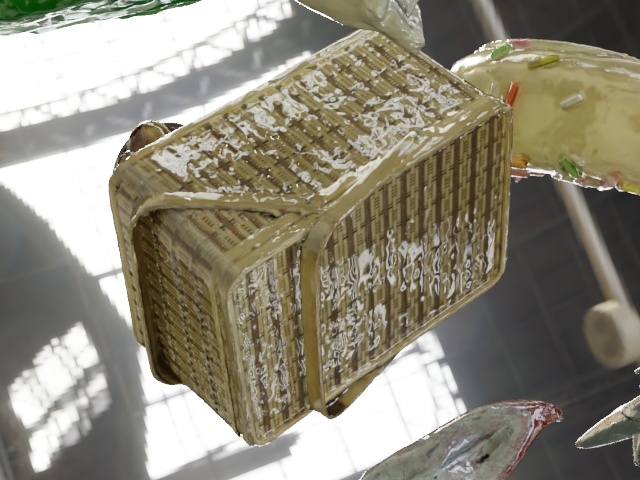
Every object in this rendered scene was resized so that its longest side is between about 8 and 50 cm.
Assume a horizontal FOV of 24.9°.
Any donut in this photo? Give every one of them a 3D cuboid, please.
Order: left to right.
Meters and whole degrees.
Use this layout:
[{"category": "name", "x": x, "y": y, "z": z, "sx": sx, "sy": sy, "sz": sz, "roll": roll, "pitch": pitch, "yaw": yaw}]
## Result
[{"category": "donut", "x": 0.313, "y": -0.123, "z": 1.606, "sx": 0.307, "sy": 0.371, "sz": 0.150, "roll": 18, "pitch": 83, "yaw": -80}]

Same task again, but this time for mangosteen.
[{"category": "mangosteen", "x": -0.156, "y": -0.060, "z": 1.450, "sx": 0.140, "sy": 0.140, "sz": 0.140, "roll": 37, "pitch": -45, "yaw": 47}]

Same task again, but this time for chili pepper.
[{"category": "chili pepper", "x": 0.073, "y": 0.136, "z": 0.851, "sx": 0.050, "sy": 0.153, "sz": 0.041, "roll": 55, "pitch": 11, "yaw": -15}]

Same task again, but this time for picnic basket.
[{"category": "picnic basket", "x": 0.000, "y": 0.000, "z": 1.202, "sx": 0.175, "sy": 0.313, "sz": 0.228, "roll": 39, "pitch": -31, "yaw": 34}]

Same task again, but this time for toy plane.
[{"category": "toy plane", "x": 0.428, "y": 0.204, "z": 1.724, "sx": 0.326, "sy": 0.223, "sz": 0.104, "roll": -37, "pitch": -148, "yaw": 36}]

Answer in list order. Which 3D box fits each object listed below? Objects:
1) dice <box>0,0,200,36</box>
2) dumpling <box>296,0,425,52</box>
[{"category": "dice", "x": -0.107, "y": -0.159, "z": 0.650, "sx": 0.128, "sy": 0.131, "sz": 0.120, "roll": -11, "pitch": -87, "yaw": 17}, {"category": "dumpling", "x": 0.020, "y": -0.229, "z": 1.011, "sx": 0.162, "sy": 0.132, "sz": 0.250, "roll": -82, "pitch": 150, "yaw": -50}]
